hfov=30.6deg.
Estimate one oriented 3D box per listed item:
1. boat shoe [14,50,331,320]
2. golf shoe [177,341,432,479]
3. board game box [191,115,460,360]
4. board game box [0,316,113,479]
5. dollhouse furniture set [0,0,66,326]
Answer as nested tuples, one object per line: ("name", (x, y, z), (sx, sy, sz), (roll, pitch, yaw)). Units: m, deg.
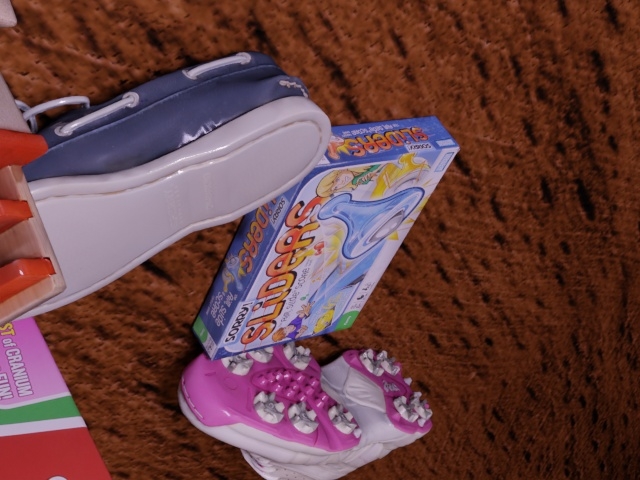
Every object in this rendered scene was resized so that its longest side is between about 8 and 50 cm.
("boat shoe", (-0.118, -0.037, 0.624), (0.254, 0.079, 0.095), (-27, 148, -18))
("golf shoe", (-0.025, 0.159, 0.982), (0.140, 0.115, 0.306), (-42, 149, 20))
("board game box", (0.000, 0.000, 0.843), (0.136, 0.035, 0.201), (-10, 143, -36))
("board game box", (-0.169, 0.193, 0.670), (0.064, 0.316, 0.242), (-15, 146, -30))
("dollhouse furniture set", (-0.211, -0.033, 0.413), (0.262, 0.135, 0.259), (-28, 166, 20))
